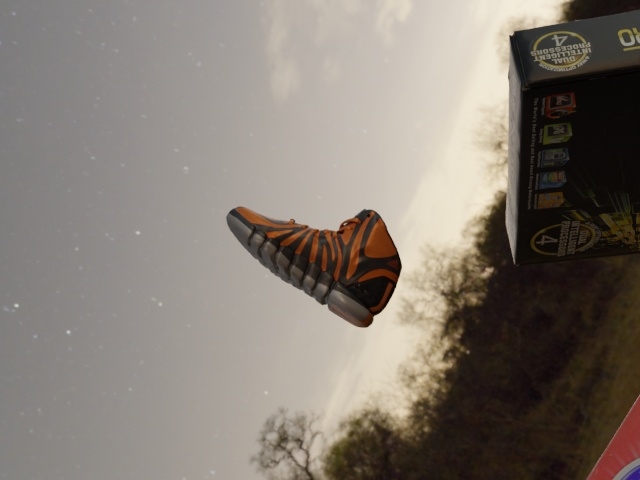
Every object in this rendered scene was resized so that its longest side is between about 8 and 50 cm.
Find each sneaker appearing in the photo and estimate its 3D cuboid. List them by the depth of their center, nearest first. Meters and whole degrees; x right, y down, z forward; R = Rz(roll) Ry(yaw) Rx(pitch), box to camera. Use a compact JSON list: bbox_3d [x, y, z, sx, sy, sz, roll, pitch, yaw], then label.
[{"bbox_3d":[0.000,0.000,1.246,0.180,0.321,0.124,-54,-5,-14],"label":"sneaker"}]

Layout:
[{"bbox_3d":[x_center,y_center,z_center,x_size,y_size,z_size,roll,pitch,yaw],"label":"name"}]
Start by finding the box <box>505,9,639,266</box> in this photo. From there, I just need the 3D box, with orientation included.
[{"bbox_3d":[0.399,-0.114,0.880,0.395,0.318,0.097,70,-165,-56],"label":"box"}]

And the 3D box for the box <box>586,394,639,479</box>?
[{"bbox_3d":[0.239,0.207,0.441,0.300,0.154,0.142,-52,-38,-11],"label":"box"}]
